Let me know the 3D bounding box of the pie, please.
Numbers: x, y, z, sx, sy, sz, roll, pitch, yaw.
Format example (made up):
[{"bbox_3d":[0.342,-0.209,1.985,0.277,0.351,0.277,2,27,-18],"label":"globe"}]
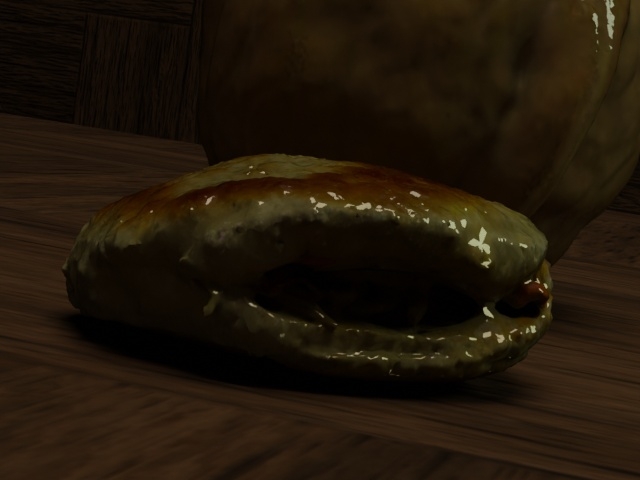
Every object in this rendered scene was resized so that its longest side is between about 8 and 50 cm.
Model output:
[{"bbox_3d":[-0.001,0.006,0.614,0.205,0.084,0.179,2,8,-31],"label":"pie"}]

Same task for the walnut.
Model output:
[{"bbox_3d":[0.063,-0.102,0.911,0.296,0.285,0.285,23,-4,-33],"label":"walnut"}]
